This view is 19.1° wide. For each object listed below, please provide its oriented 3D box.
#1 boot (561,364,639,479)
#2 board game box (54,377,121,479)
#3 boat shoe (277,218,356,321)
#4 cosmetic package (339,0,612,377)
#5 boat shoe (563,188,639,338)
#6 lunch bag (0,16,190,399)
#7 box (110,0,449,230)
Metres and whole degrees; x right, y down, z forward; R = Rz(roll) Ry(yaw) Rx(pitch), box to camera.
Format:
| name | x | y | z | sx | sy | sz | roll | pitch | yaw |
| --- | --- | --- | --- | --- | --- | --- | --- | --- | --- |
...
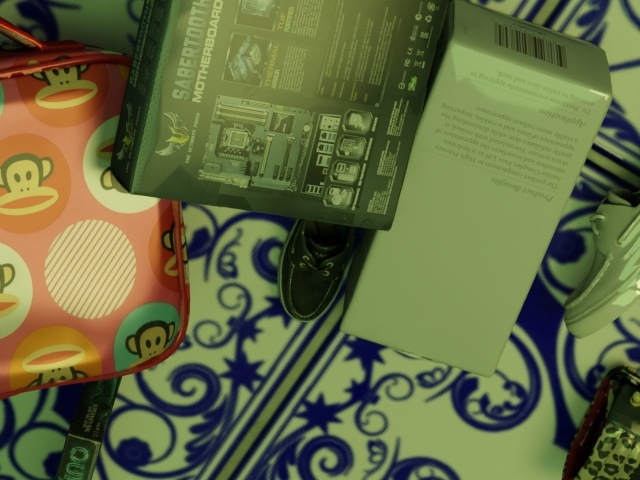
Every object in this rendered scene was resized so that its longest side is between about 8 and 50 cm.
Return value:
| name | x | y | z | sx | sy | sz | roll | pitch | yaw |
| --- | --- | --- | --- | --- | --- | --- | --- | --- | --- |
| boot | 0.297 | 0.125 | 1.352 | 0.178 | 0.085 | 0.236 | 24 | 116 | -5 |
| board game box | -0.184 | 0.186 | 1.392 | 0.026 | 0.126 | 0.186 | 16 | 117 | -4 |
| boat shoe | 0.000 | 0.000 | 1.333 | 0.049 | 0.040 | 0.142 | 14 | 116 | -3 |
| cosmetic package | 0.103 | -0.033 | 1.288 | 0.117 | 0.085 | 0.231 | 19 | 118 | -5 |
| boat shoe | 0.221 | -0.013 | 1.302 | 0.063 | 0.066 | 0.184 | 39 | 114 | -4 |
| lunch bag | -0.237 | -0.023 | 1.232 | 0.293 | 0.120 | 0.258 | -10 | 105 | -21 |
| box | -0.019 | -0.132 | 1.201 | 0.183 | 0.059 | 0.233 | 7 | 104 | -23 |
